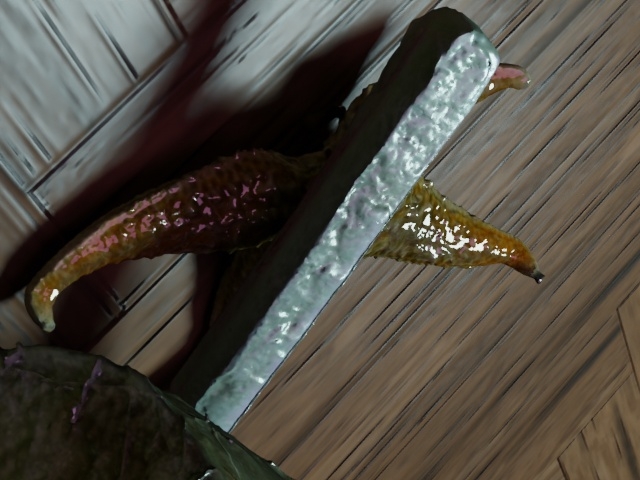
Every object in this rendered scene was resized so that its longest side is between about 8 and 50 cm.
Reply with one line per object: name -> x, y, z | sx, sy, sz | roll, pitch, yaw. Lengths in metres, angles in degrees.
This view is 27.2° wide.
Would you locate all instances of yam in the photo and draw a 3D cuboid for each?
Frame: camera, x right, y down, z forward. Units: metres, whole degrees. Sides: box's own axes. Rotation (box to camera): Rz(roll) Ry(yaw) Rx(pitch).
yam -> -0.051, 0.148, 0.494 | 0.154, 0.154, 0.254 | -50, 136, -8

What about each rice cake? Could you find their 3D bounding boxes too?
rice cake -> 0.000, 0.000, 0.521 | 0.033, 0.033, 0.208 | 28, 102, -33

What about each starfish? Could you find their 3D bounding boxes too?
starfish -> -0.008, 0.005, 0.577 | 0.247, 0.050, 0.138 | -24, 131, -20
